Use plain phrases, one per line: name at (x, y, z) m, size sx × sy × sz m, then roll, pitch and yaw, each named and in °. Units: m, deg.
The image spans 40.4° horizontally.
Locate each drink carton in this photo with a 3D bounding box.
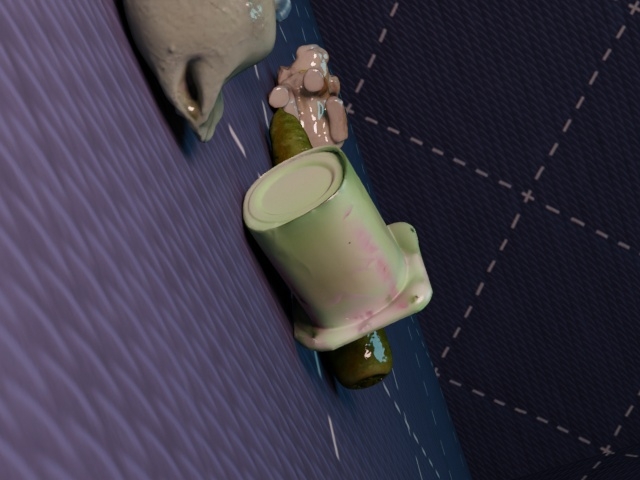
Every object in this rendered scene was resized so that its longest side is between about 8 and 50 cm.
drink carton at (0.004, 0.000, 0.821) m, size 0.142 × 0.144 × 0.146 m, roll 55°, pitch 15°, yaw -33°

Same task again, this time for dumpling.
dumpling at (-0.076, -0.185, 0.644) m, size 0.152 × 0.108 × 0.219 m, roll -33°, pitch 128°, yaw -60°

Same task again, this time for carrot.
carrot at (0.000, 0.000, 1.018) m, size 0.074 × 0.074 × 0.358 m, roll 52°, pitch 18°, yaw -69°

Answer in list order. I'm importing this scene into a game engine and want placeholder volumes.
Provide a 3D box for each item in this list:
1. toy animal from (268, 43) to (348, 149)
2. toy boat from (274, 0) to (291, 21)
toy animal at (-0.007, -0.187, 1.291) m, size 0.185 × 0.104 × 0.184 m, roll -104°, pitch 172°, yaw -63°
toy boat at (-0.091, -0.299, 0.806) m, size 0.332 × 0.133 × 0.145 m, roll 53°, pitch 19°, yaw -69°
